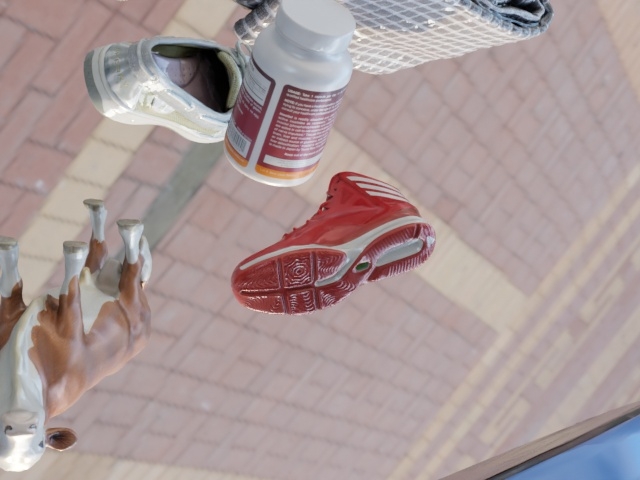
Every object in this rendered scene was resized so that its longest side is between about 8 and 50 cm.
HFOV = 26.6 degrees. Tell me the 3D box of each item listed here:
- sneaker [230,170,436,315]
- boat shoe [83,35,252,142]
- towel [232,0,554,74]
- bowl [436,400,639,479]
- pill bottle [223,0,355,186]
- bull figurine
[{"bbox_3d":[0.000,0.000,1.442,0.221,0.128,0.087,-13,128,-14],"label":"sneaker"},{"bbox_3d":[-0.145,-0.190,1.625,0.103,0.118,0.320,-16,169,32],"label":"boat shoe"},{"bbox_3d":[0.068,-0.256,1.390,0.284,0.235,0.121,8,80,-45],"label":"towel"},{"bbox_3d":[0.033,0.184,0.716,0.391,0.077,0.391,-23,171,-4],"label":"bowl"},{"bbox_3d":[-0.023,-0.127,1.135,0.086,0.086,0.152,-27,149,-45],"label":"pill bottle"},{"bbox_3d":[-0.235,0.080,1.232,0.310,0.101,0.188,-48,146,-72],"label":"bull figurine"}]
